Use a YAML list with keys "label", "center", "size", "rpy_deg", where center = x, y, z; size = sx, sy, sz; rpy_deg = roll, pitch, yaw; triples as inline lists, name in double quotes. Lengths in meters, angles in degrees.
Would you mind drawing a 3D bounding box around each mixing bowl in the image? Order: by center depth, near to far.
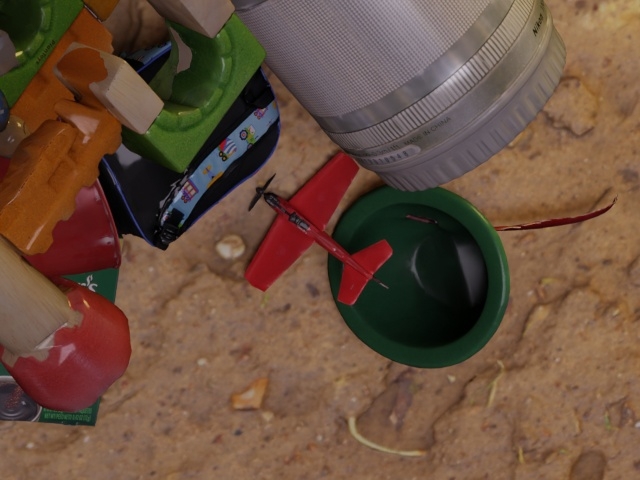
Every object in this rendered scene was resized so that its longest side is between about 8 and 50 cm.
- label: "mixing bowl"
  center: [-0.248, -0.039, 1.558]
  size: [0.098, 0.181, 0.181]
  rpy_deg: [-25, 114, -15]

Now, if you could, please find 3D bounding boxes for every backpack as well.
- label: "backpack"
  center: [-0.129, -0.100, 1.614]
  size: [0.173, 0.117, 0.158]
  rpy_deg: [-39, 117, -22]

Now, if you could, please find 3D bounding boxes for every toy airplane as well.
- label: "toy airplane"
  center: [0.000, 0.000, 1.711]
  size: [0.151, 0.028, 0.151]
  rpy_deg: [0, 92, 3]

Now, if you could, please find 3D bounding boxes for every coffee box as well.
- label: "coffee box"
  center: [-0.244, 0.073, 1.680]
  size: [0.113, 0.040, 0.184]
  rpy_deg: [6, 106, -18]

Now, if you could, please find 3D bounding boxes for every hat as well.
- label: "hat"
  center: [0.138, 0.021, 1.786]
  size: [0.208, 0.183, 0.173]
  rpy_deg: [19, 107, 24]

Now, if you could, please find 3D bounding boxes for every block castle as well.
- label: "block castle"
  center: [-0.162, -0.130, 1.343]
  size: [0.453, 0.303, 0.213]
  rpy_deg: [-56, 143, -11]

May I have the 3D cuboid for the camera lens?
- label: "camera lens"
  center: [0.049, -0.204, 1.575]
  size: [0.219, 0.219, 0.274]
  rpy_deg: [-42, 114, 0]
